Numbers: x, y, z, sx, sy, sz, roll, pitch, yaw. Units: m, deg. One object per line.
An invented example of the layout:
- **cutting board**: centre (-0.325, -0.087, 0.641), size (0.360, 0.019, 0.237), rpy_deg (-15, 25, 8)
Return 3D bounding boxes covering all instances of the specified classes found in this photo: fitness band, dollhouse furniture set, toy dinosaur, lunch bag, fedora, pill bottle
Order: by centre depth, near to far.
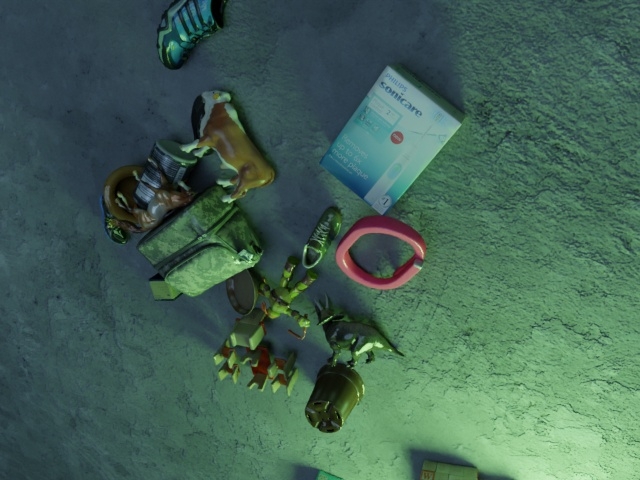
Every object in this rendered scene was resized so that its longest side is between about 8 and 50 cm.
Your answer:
- **fitness band**: centre (0.154, 0.039, 1.343), size (0.209, 0.054, 0.291), rpy_deg (28, 147, -5)
- **toy dinosaur**: centre (0.099, 0.295, 1.496), size (0.314, 0.121, 0.160), rpy_deg (20, 124, 17)
- **pill bottle**: centre (-0.478, -0.169, 1.507), size (0.130, 0.130, 0.245), rpy_deg (35, 112, 5)
- **lunch bag**: centre (-0.352, 0.015, 1.515), size (0.305, 0.212, 0.256), rpy_deg (-29, 108, 28)
- **fedora**: centre (-0.590, -0.149, 1.592), size (0.079, 0.194, 0.194), rpy_deg (30, 130, 56)
- **dollhouse furniture set**: centre (-0.211, 0.366, 1.669), size (0.262, 0.135, 0.259), rpy_deg (6, 125, 20)

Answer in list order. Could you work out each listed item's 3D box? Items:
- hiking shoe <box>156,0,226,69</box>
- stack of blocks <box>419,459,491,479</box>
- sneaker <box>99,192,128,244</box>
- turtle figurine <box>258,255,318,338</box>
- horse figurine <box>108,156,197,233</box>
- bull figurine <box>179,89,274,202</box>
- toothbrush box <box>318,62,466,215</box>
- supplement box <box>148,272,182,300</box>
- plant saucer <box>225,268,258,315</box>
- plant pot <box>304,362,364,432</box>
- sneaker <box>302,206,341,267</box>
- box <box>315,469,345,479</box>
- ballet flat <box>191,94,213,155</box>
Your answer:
- **hiking shoe**: centre (-0.325, -0.566, 1.305), size (0.132, 0.113, 0.304), rpy_deg (37, 120, 5)
- **stack of blocks**: centre (0.472, 0.808, 1.579), size (0.297, 0.087, 0.171), rpy_deg (0, 111, 22)
- **sneaker**: centre (-0.685, -0.074, 1.686), size (0.078, 0.067, 0.188), rpy_deg (3, 110, 28)
- **turtle figurine**: centre (-0.118, 0.157, 1.533), size (0.269, 0.087, 0.217), rpy_deg (41, 113, 24)
- **horse figurine**: centre (-0.484, -0.106, 1.428), size (0.174, 0.066, 0.263), rpy_deg (44, 107, -6)
- **bull figurine**: centre (-0.265, -0.261, 1.402), size (0.188, 0.101, 0.310), rpy_deg (-33, 100, 14)
- **toothbrush box**: centre (0.174, -0.245, 1.233), size (0.216, 0.126, 0.295), rpy_deg (40, 119, 1)
- **supplement box**: centre (-0.531, 0.159, 1.728), size (0.083, 0.056, 0.083), rpy_deg (-3, 110, 23)
- **plant saucer**: centre (-0.245, 0.152, 1.592), size (0.168, 0.029, 0.168), rpy_deg (10, 103, 48)
- **plant pot**: centre (0.037, 0.502, 1.581), size (0.167, 0.165, 0.166), rpy_deg (9, 115, 19)
- **sneaker**: centre (0.000, 0.000, 1.428), size (0.064, 0.086, 0.192), rpy_deg (29, 119, 9)
- **box**: centre (0.017, 0.965, 1.845), size (0.101, 0.060, 0.244), rpy_deg (16, 117, 15)
- **ballet flat**: centre (-0.342, -0.332, 1.460), size (0.057, 0.049, 0.173), rpy_deg (18, 114, 41)
